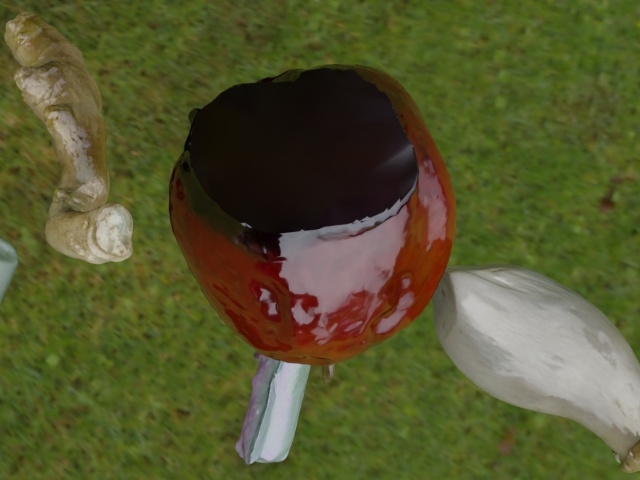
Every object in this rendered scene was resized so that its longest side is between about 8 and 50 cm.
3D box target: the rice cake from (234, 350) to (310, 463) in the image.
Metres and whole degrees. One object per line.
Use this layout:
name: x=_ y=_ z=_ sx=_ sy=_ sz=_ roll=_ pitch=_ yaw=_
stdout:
rice cake: x=-0.025 y=0.061 z=1.341 sx=0.081 sy=0.051 sz=0.290 roll=-23 pitch=129 yaw=-66

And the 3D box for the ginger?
ginger: x=-0.198 y=-0.084 z=1.204 sx=0.075 sy=0.288 sz=0.089 roll=-32 pitch=135 yaw=13

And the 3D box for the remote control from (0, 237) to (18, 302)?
remote control: x=-0.509 y=-0.007 z=1.767 sx=0.335 sy=0.065 sz=0.128 roll=29 pitch=74 yaw=-26

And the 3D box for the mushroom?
mushroom: x=0.162 y=0.085 z=1.077 sx=0.212 sy=0.097 sz=0.088 roll=35 pitch=51 yaw=1

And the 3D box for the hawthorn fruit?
hawthorn fruit: x=0.000 y=0.000 z=1.022 sx=0.189 sy=0.189 sz=0.251 roll=-32 pitch=130 yaw=-19
